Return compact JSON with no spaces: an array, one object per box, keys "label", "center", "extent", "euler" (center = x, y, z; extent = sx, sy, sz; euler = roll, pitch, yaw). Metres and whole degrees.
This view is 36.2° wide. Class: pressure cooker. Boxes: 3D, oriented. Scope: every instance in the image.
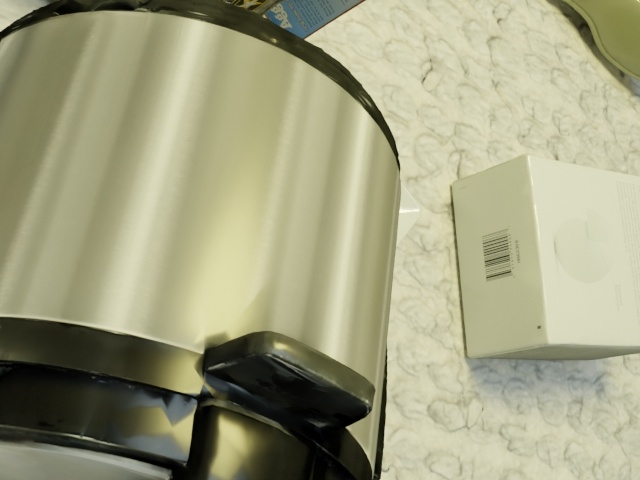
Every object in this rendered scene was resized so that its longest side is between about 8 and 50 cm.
[{"label":"pressure cooker","center":[-0.138,0.086,0.701],"extent":[0.376,0.370,0.420],"euler":[5,56,5]}]

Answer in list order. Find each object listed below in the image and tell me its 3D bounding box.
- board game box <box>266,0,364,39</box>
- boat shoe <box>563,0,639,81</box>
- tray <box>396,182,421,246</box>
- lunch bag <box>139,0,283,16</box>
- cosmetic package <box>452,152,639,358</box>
[{"label":"board game box","center":[-0.065,-0.351,1.035],"extent":[0.281,0.145,0.027],"euler":[55,50,-13]},{"label":"boat shoe","center":[0.428,-0.360,1.420],"extent":[0.340,0.127,0.113],"euler":[36,58,-8]},{"label":"tray","center":[0.000,0.000,1.063],"extent":[0.145,0.030,0.270],"euler":[50,54,-15]},{"label":"lunch bag","center":[-0.131,-0.301,0.913],"extent":[0.287,0.235,0.169],"euler":[26,58,-29]},{"label":"cosmetic package","center":[0.295,0.030,1.208],"extent":[0.225,0.138,0.224],"euler":[6,74,-34]}]
